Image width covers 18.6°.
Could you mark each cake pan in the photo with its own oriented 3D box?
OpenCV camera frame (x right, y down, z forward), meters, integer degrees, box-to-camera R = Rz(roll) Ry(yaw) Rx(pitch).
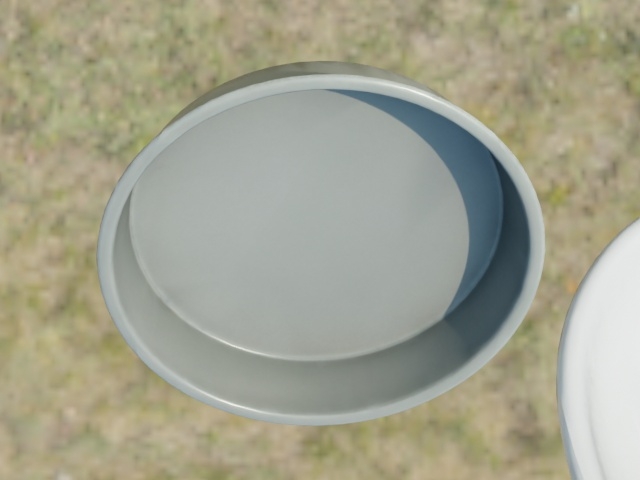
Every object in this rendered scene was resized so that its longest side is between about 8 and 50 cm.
[{"bbox_3d":[0.000,0.000,1.294,0.293,0.054,0.293,-2,129,-2],"label":"cake pan"}]

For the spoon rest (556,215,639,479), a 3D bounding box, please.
[{"bbox_3d":[0.116,0.112,0.547,0.137,0.276,0.084,18,160,-7],"label":"spoon rest"}]
